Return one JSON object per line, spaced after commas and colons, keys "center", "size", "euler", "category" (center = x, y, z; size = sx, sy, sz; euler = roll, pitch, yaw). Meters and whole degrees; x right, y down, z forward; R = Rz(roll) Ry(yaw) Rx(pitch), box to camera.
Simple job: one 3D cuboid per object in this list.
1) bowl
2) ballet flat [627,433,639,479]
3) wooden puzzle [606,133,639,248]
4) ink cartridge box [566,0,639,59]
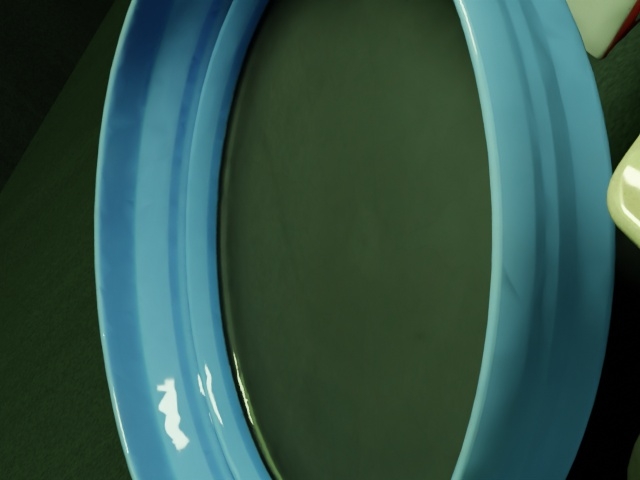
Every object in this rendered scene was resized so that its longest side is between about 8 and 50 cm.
{"center": [0.000, 0.000, 0.855], "size": [0.391, 0.077, 0.391], "euler": [0, 90, 59], "category": "bowl"}
{"center": [0.173, 0.062, 0.428], "size": [0.280, 0.095, 0.096], "euler": [-18, 8, 45], "category": "ballet flat"}
{"center": [0.198, -0.037, 0.478], "size": [0.044, 0.221, 0.239], "euler": [-9, -44, -43], "category": "wooden puzzle"}
{"center": [0.213, -0.279, 0.851], "size": [0.309, 0.130, 0.272], "euler": [-42, -15, -40], "category": "ink cartridge box"}
